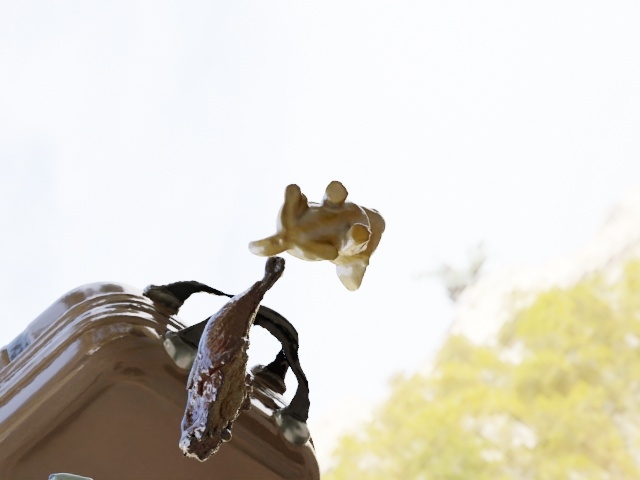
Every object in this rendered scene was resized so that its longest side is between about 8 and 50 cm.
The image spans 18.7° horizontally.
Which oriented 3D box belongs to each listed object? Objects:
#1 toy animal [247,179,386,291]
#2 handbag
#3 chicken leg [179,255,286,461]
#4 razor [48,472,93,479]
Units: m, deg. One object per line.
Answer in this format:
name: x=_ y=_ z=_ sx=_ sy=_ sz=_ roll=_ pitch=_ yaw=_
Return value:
toy animal: x=0.000 y=0.000 z=1.088 sx=0.081 sy=0.060 sz=0.083 roll=-30 pitch=-10 yaw=-8
handbag: x=-0.130 y=0.160 z=1.669 sx=0.302 sy=0.149 sz=0.283 roll=38 pitch=-78 yaw=-30
chicken leg: x=-0.058 y=0.078 z=1.291 sx=0.062 sy=0.037 sz=0.145 roll=7 pitch=-78 yaw=-53
razor: x=-0.196 y=0.259 z=1.247 sx=0.111 sy=0.056 sz=0.278 roll=-93 pitch=28 yaw=-56
